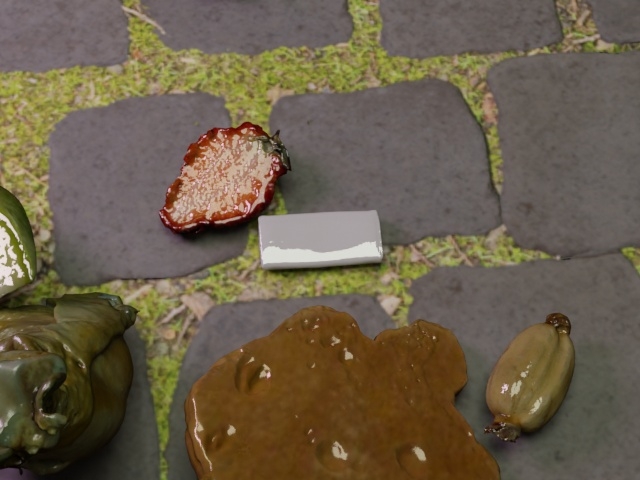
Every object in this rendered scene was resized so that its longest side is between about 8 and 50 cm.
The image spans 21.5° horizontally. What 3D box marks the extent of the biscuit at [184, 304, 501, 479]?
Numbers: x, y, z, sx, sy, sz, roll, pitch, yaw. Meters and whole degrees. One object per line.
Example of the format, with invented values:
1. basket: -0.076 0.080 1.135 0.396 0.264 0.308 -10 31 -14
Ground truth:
1. biscuit: 0.010 0.196 1.517 0.269 0.051 0.376 42 53 7

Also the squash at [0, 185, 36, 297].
1. squash: -0.356 0.009 1.577 0.237 0.155 0.204 -19 71 12

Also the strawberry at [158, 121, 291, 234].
1. strawberry: -0.096 -0.059 1.695 0.152 0.048 0.104 -36 74 -6

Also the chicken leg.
1. chicken leg: -0.239 0.123 1.385 0.201 0.429 0.152 -22 90 -4

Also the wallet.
1. wallet: 0.000 0.000 1.675 0.122 0.025 0.061 -3 58 -5

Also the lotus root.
1. lotus root: 0.197 0.134 1.586 0.073 0.062 0.150 38 61 -10
